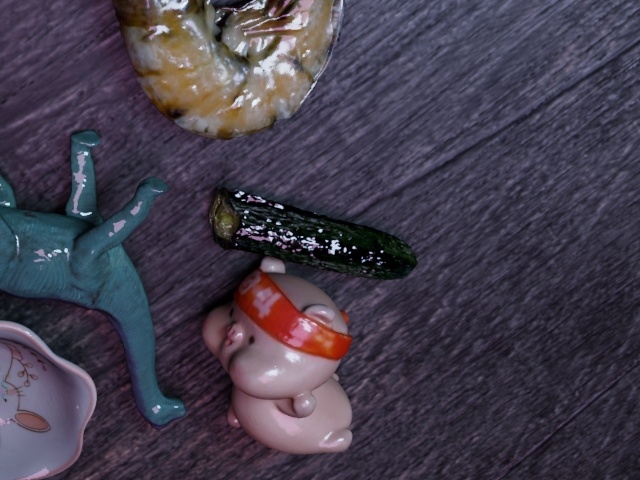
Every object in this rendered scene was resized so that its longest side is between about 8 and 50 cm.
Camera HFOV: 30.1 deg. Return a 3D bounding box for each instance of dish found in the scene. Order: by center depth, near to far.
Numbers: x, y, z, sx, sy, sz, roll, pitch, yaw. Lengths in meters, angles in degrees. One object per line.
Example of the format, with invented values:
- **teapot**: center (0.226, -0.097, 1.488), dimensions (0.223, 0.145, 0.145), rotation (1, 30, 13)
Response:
- **dish**: center (-0.351, 0.158, 1.267), dimensions (0.229, 0.081, 0.229), rotation (-4, 122, -6)

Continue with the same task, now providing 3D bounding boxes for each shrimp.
- **shrimp**: center (-0.097, -0.274, 1.157), dimensions (0.233, 0.071, 0.365), rotation (-18, 114, -14)

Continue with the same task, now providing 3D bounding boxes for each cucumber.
- **cucumber**: center (0.000, 0.002, 1.287), dimensions (0.245, 0.067, 0.067), rotation (14, 109, -16)

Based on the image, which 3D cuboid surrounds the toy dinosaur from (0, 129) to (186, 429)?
- **toy dinosaur**: center (-0.311, 0.055, 1.235), dimensions (0.383, 0.129, 0.331), rotation (6, 118, -12)

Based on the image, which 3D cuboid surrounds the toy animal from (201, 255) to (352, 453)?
- **toy animal**: center (-0.039, 0.127, 1.283), dimensions (0.171, 0.171, 0.198), rotation (-9, 116, -8)
